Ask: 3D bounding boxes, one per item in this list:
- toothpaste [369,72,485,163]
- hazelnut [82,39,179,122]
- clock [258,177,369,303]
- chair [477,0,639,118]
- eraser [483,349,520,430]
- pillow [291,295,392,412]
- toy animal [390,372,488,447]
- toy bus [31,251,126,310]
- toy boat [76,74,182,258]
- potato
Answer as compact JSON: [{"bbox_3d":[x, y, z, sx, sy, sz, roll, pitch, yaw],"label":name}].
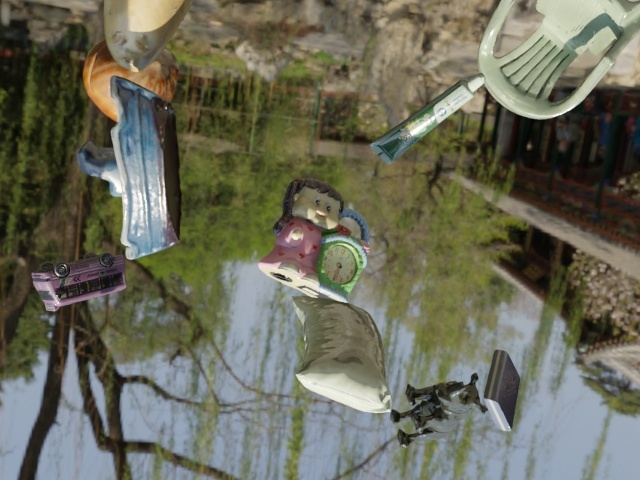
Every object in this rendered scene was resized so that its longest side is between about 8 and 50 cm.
[{"bbox_3d":[0.164,-0.186,1.076,0.049,0.204,0.031,41,-148,-23],"label":"toothpaste"},{"bbox_3d":[-0.350,-0.296,1.326,0.182,0.182,0.182,8,-168,-2],"label":"hazelnut"},{"bbox_3d":[0.000,0.000,1.283,0.194,0.196,0.100,27,160,-25],"label":"clock"},{"bbox_3d":[0.409,-0.351,1.150,0.203,0.274,0.190,46,160,13],"label":"chair"},{"bbox_3d":[0.397,0.321,1.545,0.036,0.082,0.225,-21,-166,27],"label":"eraser"},{"bbox_3d":[0.026,0.156,1.053,0.144,0.078,0.254,16,-160,-9],"label":"pillow"},{"bbox_3d":[0.112,0.154,0.657,0.065,0.136,0.047,-3,-122,-12],"label":"toy animal"},{"bbox_3d":[-0.504,0.082,1.493,0.178,0.098,0.086,-14,-170,-43],"label":"toy bus"},{"bbox_3d":[-0.290,-0.100,1.077,0.142,0.309,0.129,4,-147,0],"label":"toy boat"},{"bbox_3d":[-0.253,-0.378,1.066,0.128,0.235,0.161,14,156,12],"label":"potato"}]
